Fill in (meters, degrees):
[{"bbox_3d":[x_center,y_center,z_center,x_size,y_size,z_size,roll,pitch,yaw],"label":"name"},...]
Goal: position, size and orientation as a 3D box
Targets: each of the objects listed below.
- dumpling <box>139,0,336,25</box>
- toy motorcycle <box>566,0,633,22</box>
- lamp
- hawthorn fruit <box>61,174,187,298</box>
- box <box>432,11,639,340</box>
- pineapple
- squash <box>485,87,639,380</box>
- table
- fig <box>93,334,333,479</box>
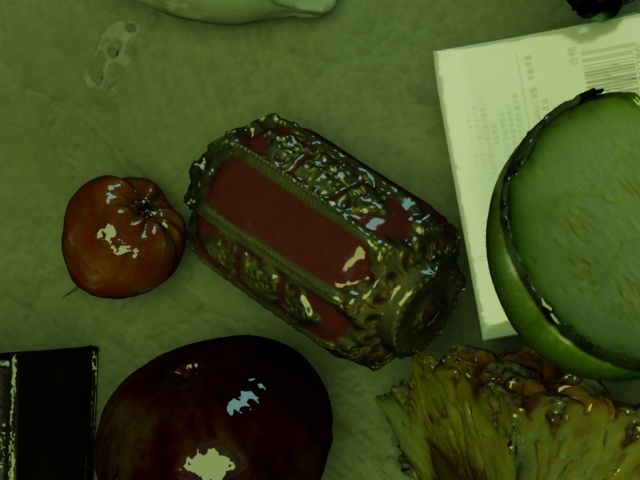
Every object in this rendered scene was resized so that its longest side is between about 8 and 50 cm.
[{"bbox_3d":[-0.098,-0.298,1.906,0.252,0.131,0.179,10,69,-1],"label":"dumpling"},{"bbox_3d":[0.226,-0.334,1.809,0.125,0.196,0.331,-22,64,25],"label":"toy motorcycle"},{"bbox_3d":[0.000,0.000,1.833,0.274,0.177,0.177,34,95,28],"label":"lamp"},{"bbox_3d":[-0.190,0.004,1.916,0.125,0.125,0.140,11,115,9],"label":"hawthorn fruit"},{"bbox_3d":[0.228,-0.056,1.844,0.203,0.116,0.274,-11,89,8],"label":"box"},{"bbox_3d":[0.197,0.178,1.810,0.209,0.286,0.344,-19,125,-16],"label":"pineapple"},{"bbox_3d":[0.238,0.000,1.626,0.210,0.309,0.233,-39,85,6],"label":"squash"},{"bbox_3d":[-0.381,0.194,1.876,0.282,0.250,0.196,1,90,10],"label":"table"},{"bbox_3d":[-0.092,0.197,1.843,0.235,0.235,0.214,-29,89,8],"label":"fig"}]
